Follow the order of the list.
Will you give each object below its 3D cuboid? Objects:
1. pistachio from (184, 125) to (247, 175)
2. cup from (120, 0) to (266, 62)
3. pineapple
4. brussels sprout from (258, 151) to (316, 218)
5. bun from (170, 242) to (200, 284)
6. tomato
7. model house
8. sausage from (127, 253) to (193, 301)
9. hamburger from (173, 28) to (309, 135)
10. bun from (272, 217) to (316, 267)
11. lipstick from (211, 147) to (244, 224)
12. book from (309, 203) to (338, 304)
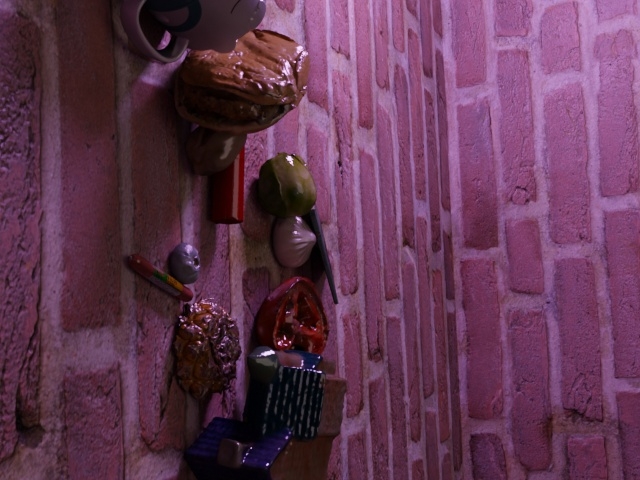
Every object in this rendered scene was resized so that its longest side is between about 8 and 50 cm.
[{"bbox_3d":[-0.210,-0.197,1.758,0.149,0.113,0.113,-39,125,-37],"label":"pistachio"},{"bbox_3d":[-0.259,-0.475,1.591,0.290,0.219,0.257,-62,149,-9],"label":"cup"},{"bbox_3d":[-0.219,0.219,1.731,0.225,0.076,0.225,-2,90,-66],"label":"pineapple"},{"bbox_3d":[-0.079,-0.122,2.053,0.183,0.131,0.146,38,30,-60],"label":"brussels sprout"},{"bbox_3d":[-0.263,0.045,1.687,0.083,0.045,0.083,-5,90,-72],"label":"bun"},{"bbox_3d":[-0.079,0.201,2.038,0.228,0.101,0.228,8,81,-58],"label":"tomato"},{"bbox_3d":[-0.118,0.370,1.731,0.280,0.245,0.312,18,78,-58],"label":"model house"},{"bbox_3d":[-0.299,0.074,1.616,0.223,0.029,0.029,46,45,-57],"label":"sausage"},{"bbox_3d":[-0.160,-0.319,1.724,0.283,0.259,0.145,-50,160,-51],"label":"hamburger"},{"bbox_3d":[-0.055,0.001,2.127,0.138,0.094,0.138,-1,90,-70],"label":"bun"},{"bbox_3d":[-0.198,-0.176,1.847,0.073,0.073,0.280,22,67,-65],"label":"lipstick"},{"bbox_3d":[0.000,0.000,2.245,0.215,0.025,0.283,-103,179,-62],"label":"book"}]
